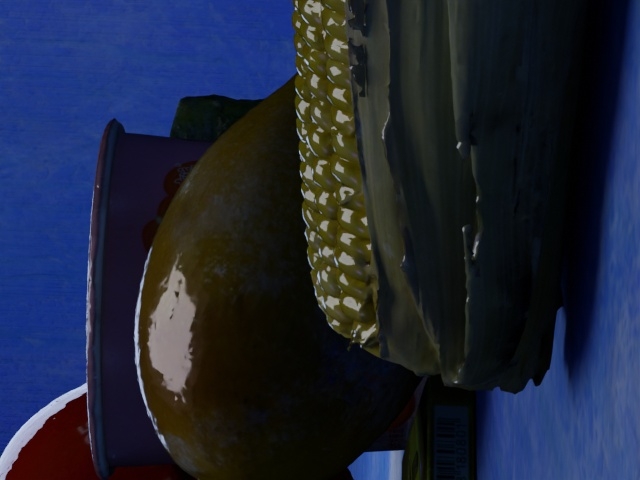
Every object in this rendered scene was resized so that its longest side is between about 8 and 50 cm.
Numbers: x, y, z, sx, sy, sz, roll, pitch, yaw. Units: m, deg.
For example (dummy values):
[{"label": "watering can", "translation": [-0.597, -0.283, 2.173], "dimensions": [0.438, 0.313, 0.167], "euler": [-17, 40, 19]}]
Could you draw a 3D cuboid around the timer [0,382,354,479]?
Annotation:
[{"label": "timer", "translation": [-0.097, 0.279, 1.492], "dimensions": [0.378, 0.279, 0.378], "euler": [54, 162, 28]}]

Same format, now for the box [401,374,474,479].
[{"label": "box", "translation": [0.068, 0.164, 1.146], "dimensions": [0.193, 0.030, 0.121], "euler": [98, 174, -68]}]

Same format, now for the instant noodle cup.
[{"label": "instant noodle cup", "translation": [-0.032, 0.045, 1.285], "dimensions": [0.243, 0.231, 0.243], "euler": [-178, 90, -89]}]

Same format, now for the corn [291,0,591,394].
[{"label": "corn", "translation": [0.053, -0.090, 0.704], "dimensions": [0.123, 0.122, 0.305], "euler": [41, 138, 51]}]

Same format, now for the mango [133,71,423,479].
[{"label": "mango", "translation": [0.000, 0.000, 1.099], "dimensions": [0.193, 0.146, 0.316], "euler": [51, -129, -41]}]

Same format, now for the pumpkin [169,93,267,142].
[{"label": "pumpkin", "translation": [-0.021, 0.011, 1.681], "dimensions": [0.263, 0.196, 0.293], "euler": [80, -169, -61]}]
